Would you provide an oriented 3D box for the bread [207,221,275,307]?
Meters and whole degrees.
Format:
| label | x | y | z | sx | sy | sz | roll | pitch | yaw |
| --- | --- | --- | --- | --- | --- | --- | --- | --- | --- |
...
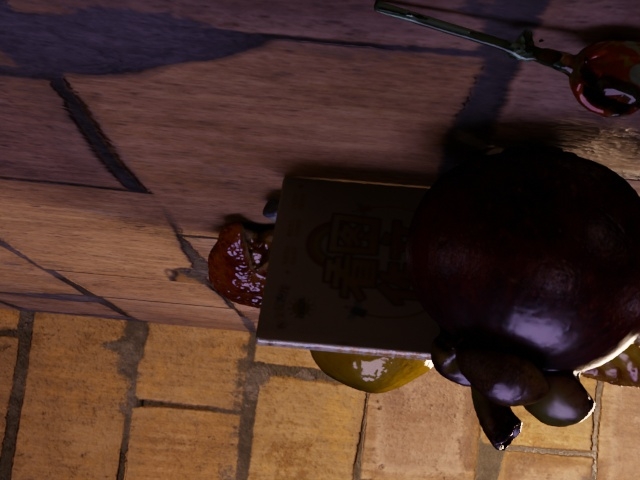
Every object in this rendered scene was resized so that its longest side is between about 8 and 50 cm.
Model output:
| label | x | y | z | sx | sy | sz | roll | pitch | yaw |
| --- | --- | --- | --- | --- | --- | --- | --- | --- | --- |
| bread | -0.082 | 0.035 | 1.546 | 0.139 | 0.095 | 0.269 | -1 | 168 | -7 |

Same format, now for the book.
| label | x | y | z | sx | sy | sz | roll | pitch | yaw |
| --- | --- | --- | --- | --- | --- | --- | --- | --- | --- |
| book | 0.096 | 0.029 | 1.114 | 0.295 | 0.208 | 0.020 | 5 | 140 | 3 |

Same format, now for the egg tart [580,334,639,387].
| label | x | y | z | sx | sy | sz | roll | pitch | yaw |
| --- | --- | --- | --- | --- | --- | --- | --- | --- | --- |
| egg tart | 0.385 | 0.112 | 1.551 | 0.341 | 0.132 | 0.341 | 14 | 166 | 4 |

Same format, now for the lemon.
| label | x | y | z | sx | sy | sz | roll | pitch | yaw |
| --- | --- | --- | --- | --- | --- | --- | --- | --- | --- |
| lemon | 0.078 | 0.110 | 1.575 | 0.204 | 0.204 | 0.260 | 3 | 171 | 15 |

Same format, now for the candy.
| label | x | y | z | sx | sy | sz | roll | pitch | yaw |
| --- | --- | --- | --- | --- | --- | --- | --- | --- | --- |
| candy | 0.120 | -0.117 | 0.693 | 0.184 | 0.049 | 0.055 | 15 | 138 | -9 |

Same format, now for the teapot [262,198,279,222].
| label | x | y | z | sx | sy | sz | roll | pitch | yaw |
| --- | --- | --- | --- | --- | --- | --- | --- | --- | --- |
| teapot | 0.001 | 0.011 | 1.313 | 0.149 | 0.111 | 0.108 | 3 | -174 | -19 |

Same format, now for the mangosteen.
| label | x | y | z | sx | sy | sz | roll | pitch | yaw |
| --- | --- | --- | --- | --- | --- | --- | --- | --- | --- |
| mangosteen | 0.177 | 0.050 | 0.969 | 0.215 | 0.257 | 0.215 | 6 | 176 | 0 |
